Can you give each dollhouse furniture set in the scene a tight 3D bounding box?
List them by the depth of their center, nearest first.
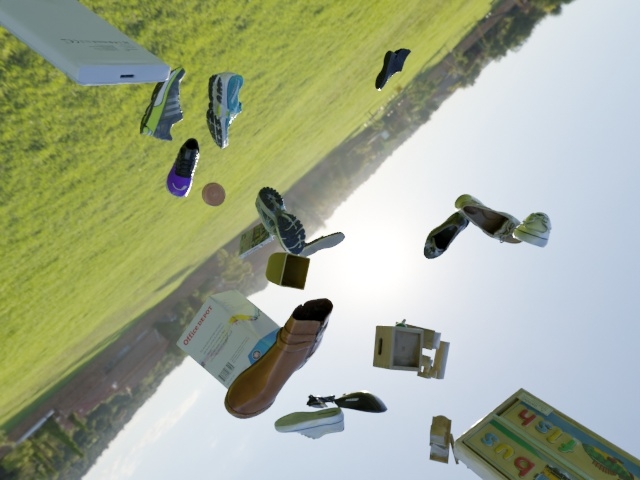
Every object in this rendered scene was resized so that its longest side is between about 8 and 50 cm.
[{"bbox_3d":[0.411,0.585,1.317,0.101,0.161,0.181,-67,155,-43],"label":"dollhouse furniture set"},{"bbox_3d":[0.300,0.332,1.331,0.123,0.151,0.143,7,-98,36],"label":"dollhouse furniture set"}]

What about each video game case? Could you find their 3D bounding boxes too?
[{"bbox_3d":[-0.306,-0.014,2.100,0.184,0.023,0.201,-30,-151,11],"label":"video game case"}]

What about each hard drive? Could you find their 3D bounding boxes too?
[{"bbox_3d":[-0.550,-0.458,0.993,0.233,0.353,0.047,-34,157,-53],"label":"hard drive"}]

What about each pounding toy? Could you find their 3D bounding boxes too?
[{"bbox_3d":[0.209,0.275,1.193,0.100,0.130,0.141,-15,-114,57],"label":"pounding toy"}]

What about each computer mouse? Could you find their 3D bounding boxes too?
[{"bbox_3d":[0.081,0.530,1.474,0.262,0.184,0.060,-7,-107,39],"label":"computer mouse"}]

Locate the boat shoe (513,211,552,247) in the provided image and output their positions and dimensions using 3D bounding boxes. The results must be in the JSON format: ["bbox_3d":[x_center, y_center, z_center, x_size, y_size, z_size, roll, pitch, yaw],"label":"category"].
[{"bbox_3d":[0.550,-0.038,1.140,0.226,0.083,0.075,-22,131,-65],"label":"boat shoe"}]

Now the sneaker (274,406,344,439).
[{"bbox_3d":[-0.038,0.671,1.590,0.258,0.091,0.094,-10,-172,8],"label":"sneaker"}]

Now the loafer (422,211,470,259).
[{"bbox_3d":[0.458,-0.008,1.677,0.084,0.096,0.267,-41,167,-41],"label":"loafer"}]

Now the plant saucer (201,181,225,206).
[{"bbox_3d":[-0.362,-0.157,1.505,0.083,0.083,0.013,-47,-157,-27],"label":"plant saucer"}]

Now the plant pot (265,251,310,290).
[{"bbox_3d":[-0.086,0.070,1.069,0.083,0.082,0.081,8,-96,46],"label":"plant pot"}]

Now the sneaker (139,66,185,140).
[{"bbox_3d":[-0.567,-0.507,1.653,0.111,0.121,0.299,11,-103,50],"label":"sneaker"}]

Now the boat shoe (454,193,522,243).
[{"bbox_3d":[0.595,-0.060,1.536,0.104,0.286,0.089,-62,-175,23],"label":"boat shoe"}]

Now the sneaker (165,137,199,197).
[{"bbox_3d":[-0.580,-0.325,1.880,0.146,0.102,0.293,-49,-149,47],"label":"sneaker"}]

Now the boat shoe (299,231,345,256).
[{"bbox_3d":[0.000,0.000,1.783,0.206,0.075,0.064,-23,-128,14],"label":"boat shoe"}]

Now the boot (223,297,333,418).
[{"bbox_3d":[-0.082,0.255,0.986,0.284,0.109,0.220,-22,147,-44],"label":"boot"}]

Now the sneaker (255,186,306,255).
[{"bbox_3d":[-0.155,-0.062,1.674,0.110,0.282,0.122,-23,169,-34],"label":"sneaker"}]

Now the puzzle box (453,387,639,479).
[{"bbox_3d":[0.534,0.506,0.947,0.272,0.052,0.409,-21,-150,-31],"label":"puzzle box"}]

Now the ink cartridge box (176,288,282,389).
[{"bbox_3d":[-0.267,0.319,1.415,0.198,0.270,0.197,-54,169,9],"label":"ink cartridge box"}]

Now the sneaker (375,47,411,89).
[{"bbox_3d":[0.269,-0.637,1.644,0.051,0.089,0.170,38,-64,48],"label":"sneaker"}]

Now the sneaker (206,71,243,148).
[{"bbox_3d":[-0.311,-0.427,1.480,0.110,0.107,0.275,-22,148,-36],"label":"sneaker"}]
